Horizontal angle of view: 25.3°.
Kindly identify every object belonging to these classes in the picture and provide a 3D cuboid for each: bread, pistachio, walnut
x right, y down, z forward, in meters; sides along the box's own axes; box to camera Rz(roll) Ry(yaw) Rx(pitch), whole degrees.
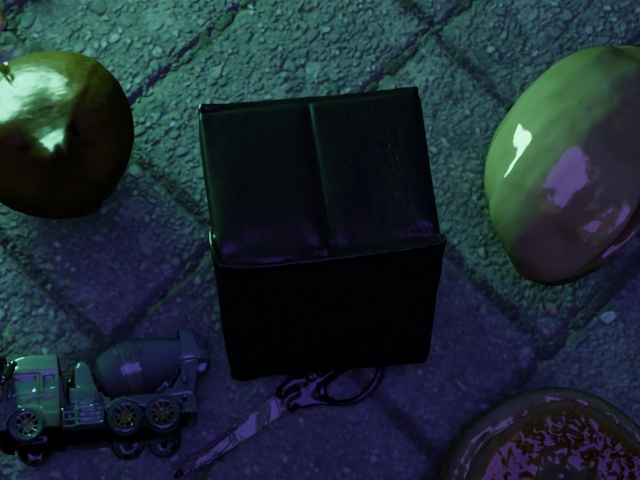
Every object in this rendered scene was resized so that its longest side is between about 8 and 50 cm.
[{"bbox_3d":[0.267,0.325,1.683,0.305,0.159,0.306,2,77,-7],"label":"bread"},{"bbox_3d":[0.319,-0.085,1.745,0.230,0.230,0.309,36,79,5],"label":"pistachio"},{"bbox_3d":[-0.316,-0.122,1.676,0.208,0.336,0.209,-2,99,-11],"label":"walnut"}]

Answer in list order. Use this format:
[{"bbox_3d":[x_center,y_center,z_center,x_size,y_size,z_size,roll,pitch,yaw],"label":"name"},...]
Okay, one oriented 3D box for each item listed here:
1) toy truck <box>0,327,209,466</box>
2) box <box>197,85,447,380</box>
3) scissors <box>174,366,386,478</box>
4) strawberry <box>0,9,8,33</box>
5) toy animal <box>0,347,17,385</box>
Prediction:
[{"bbox_3d":[-0.259,0.184,1.717,0.256,0.108,0.140,-4,64,-6],"label":"toy truck"},{"bbox_3d":[0.000,0.001,1.646,0.251,0.345,0.205,-6,64,-3],"label":"box"},{"bbox_3d":[-0.056,0.205,1.762,0.300,0.022,0.109,-33,77,-11],"label":"scissors"},{"bbox_3d":[-0.493,-0.291,1.829,0.187,0.082,0.147,9,81,-8],"label":"strawberry"},{"bbox_3d":[-0.461,0.175,1.691,0.232,0.084,0.148,-3,57,32],"label":"toy animal"}]
